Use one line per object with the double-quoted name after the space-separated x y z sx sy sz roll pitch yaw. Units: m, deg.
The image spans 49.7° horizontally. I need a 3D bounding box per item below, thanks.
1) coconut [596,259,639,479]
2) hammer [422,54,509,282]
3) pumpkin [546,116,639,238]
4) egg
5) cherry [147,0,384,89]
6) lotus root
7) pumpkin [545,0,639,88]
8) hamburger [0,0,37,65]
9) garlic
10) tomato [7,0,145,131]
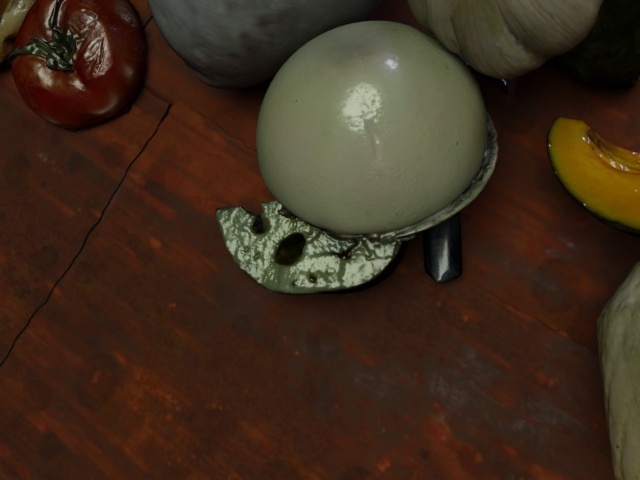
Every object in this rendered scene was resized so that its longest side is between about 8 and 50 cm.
0.398 0.148 0.601 0.329 0.329 0.329 -3 81 18 "coconut"
0.159 -0.092 0.840 0.137 0.037 0.290 -1 81 20 "hammer"
0.356 -0.035 0.697 0.254 0.130 0.149 9 61 29 "pumpkin"
0.047 -0.154 0.737 0.264 0.174 0.286 -14 46 4 "egg"
-0.058 -0.342 0.802 0.291 0.326 0.335 43 91 -14 "cherry"
0.000 0.000 0.836 0.235 0.119 0.138 -2 81 16 "lotus root"
0.344 -0.297 0.788 0.139 0.190 0.280 26 47 20 "pumpkin"
-0.542 -0.439 1.059 0.209 0.162 0.330 -25 70 15 "hamburger"
0.176 -0.272 0.644 0.228 0.152 0.228 -6 82 50 "garlic"
-0.364 -0.279 1.010 0.228 0.101 0.228 -2 84 16 "tomato"
